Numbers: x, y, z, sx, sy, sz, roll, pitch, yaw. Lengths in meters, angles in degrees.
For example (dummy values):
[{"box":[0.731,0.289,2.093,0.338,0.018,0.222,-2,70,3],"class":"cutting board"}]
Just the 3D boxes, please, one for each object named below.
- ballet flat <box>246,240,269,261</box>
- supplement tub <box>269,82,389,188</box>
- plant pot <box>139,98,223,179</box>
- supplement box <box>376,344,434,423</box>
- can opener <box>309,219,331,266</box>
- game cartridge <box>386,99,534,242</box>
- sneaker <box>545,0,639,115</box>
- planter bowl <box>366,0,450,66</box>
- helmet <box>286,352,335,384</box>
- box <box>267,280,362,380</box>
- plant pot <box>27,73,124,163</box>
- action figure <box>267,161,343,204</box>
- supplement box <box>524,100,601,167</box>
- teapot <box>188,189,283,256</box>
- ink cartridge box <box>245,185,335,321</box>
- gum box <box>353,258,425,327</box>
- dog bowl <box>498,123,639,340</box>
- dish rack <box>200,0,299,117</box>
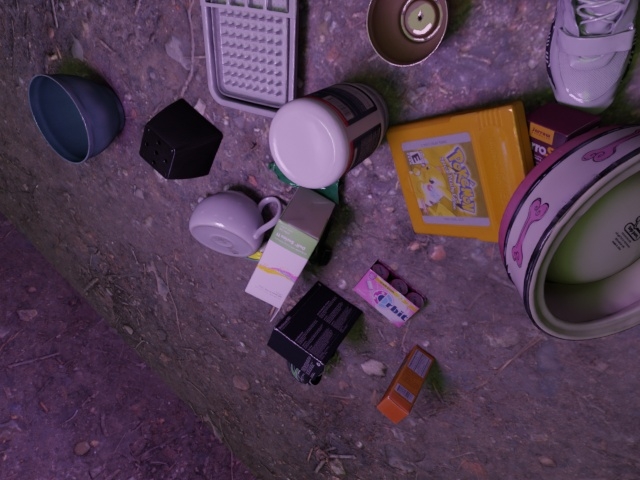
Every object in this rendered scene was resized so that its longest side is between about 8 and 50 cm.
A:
[{"box":[-0.162,0.044,1.388,0.231,0.077,0.077,18,108,19],"class":"ballet flat"},{"box":[0.029,-0.249,0.941,0.191,0.272,0.191,16,125,25],"class":"supplement tub"},{"box":[-0.454,-0.300,1.300,0.187,0.167,0.188,42,133,5],"class":"plant pot"},{"box":[0.258,0.421,1.226,0.080,0.233,0.078,38,132,12],"class":"supplement box"},{"box":[0.000,0.000,1.268,0.059,0.073,0.186,-123,36,-48],"class":"can opener"},{"box":[0.303,-0.134,0.904,0.323,0.052,0.285,10,126,57],"class":"game cartridge"},{"box":[0.430,-0.364,0.649,0.137,0.210,0.366,7,121,30],"class":"sneaker"},{"box":[0.188,-0.443,0.828,0.162,0.109,0.162,17,125,25],"class":"planter bowl"},{"box":[-0.042,0.427,1.476,0.169,0.169,0.161,44,116,3],"class":"helmet"},{"box":[-0.013,0.273,1.295,0.184,0.261,0.103,36,131,10],"class":"box"},{"box":[-0.819,-0.438,1.434,0.293,0.196,0.293,17,126,25],"class":"plant pot"},{"box":[-0.048,-0.191,1.167,0.232,0.063,0.137,16,127,20],"class":"action figure"},{"box":[0.447,-0.154,0.794,0.104,0.080,0.188,51,164,47],"class":"supplement box"},{"box":[-0.278,-0.075,1.320,0.256,0.187,0.252,24,154,-14],"class":"teapot"},{"box":[-0.100,0.044,1.178,0.119,0.207,0.353,28,126,-3],"class":"ink cartridge box"},{"box":[0.204,0.159,1.215,0.188,0.062,0.107,40,132,7],"class":"gum box"},{"box":[0.509,-0.019,0.730,0.408,0.150,0.408,-6,124,-10],"class":"dog bowl"},{"box":[-0.170,-0.500,1.054,0.285,0.072,0.333,20,126,21],"class":"dish rack"}]
